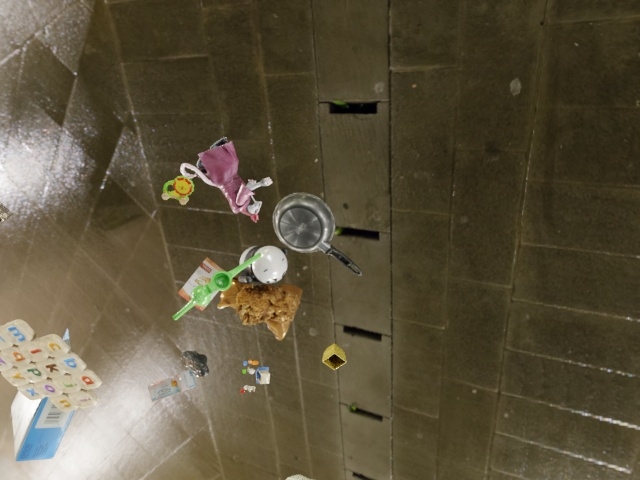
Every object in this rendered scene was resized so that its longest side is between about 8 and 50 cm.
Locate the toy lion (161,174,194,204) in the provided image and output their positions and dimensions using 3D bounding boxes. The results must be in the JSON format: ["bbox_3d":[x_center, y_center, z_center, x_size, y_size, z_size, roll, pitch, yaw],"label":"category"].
[{"bbox_3d":[-0.485,-0.178,1.462,0.100,0.034,0.096,14,112,-4],"label":"toy lion"}]

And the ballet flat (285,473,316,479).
[{"bbox_3d":[-0.061,0.566,0.900,0.123,0.123,0.349,40,124,5],"label":"ballet flat"}]

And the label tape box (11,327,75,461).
[{"bbox_3d":[-0.857,0.458,1.321,0.333,0.105,0.241,38,103,45],"label":"label tape box"}]

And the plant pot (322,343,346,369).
[{"bbox_3d":[0.064,0.524,1.959,0.081,0.083,0.081,-39,113,24],"label":"plant pot"}]

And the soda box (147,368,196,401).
[{"bbox_3d":[-0.493,0.481,1.413,0.183,0.062,0.058,-27,78,34],"label":"soda box"}]

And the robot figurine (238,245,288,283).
[{"bbox_3d":[-0.262,0.111,1.942,0.278,0.173,0.209,-3,70,59],"label":"robot figurine"}]

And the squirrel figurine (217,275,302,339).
[{"bbox_3d":[-0.296,0.282,2.037,0.370,0.281,0.397,23,167,-3],"label":"squirrel figurine"}]

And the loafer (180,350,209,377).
[{"bbox_3d":[-0.479,0.475,1.675,0.223,0.078,0.076,4,105,55],"label":"loafer"}]

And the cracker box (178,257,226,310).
[{"bbox_3d":[-0.600,0.227,2.207,0.155,0.067,0.232,39,99,-9],"label":"cracker box"}]

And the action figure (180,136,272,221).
[{"bbox_3d":[-0.377,-0.230,1.793,0.371,0.275,0.248,61,159,0],"label":"action figure"}]

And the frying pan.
[{"bbox_3d":[-0.027,0.008,1.321,0.197,0.053,0.326,-21,106,22],"label":"frying pan"}]

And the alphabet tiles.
[{"bbox_3d":[-0.671,0.310,1.033,0.277,0.021,0.284,-18,115,23],"label":"alphabet tiles"}]

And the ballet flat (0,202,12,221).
[{"bbox_3d":[-0.999,-0.095,1.290,0.249,0.058,0.084,16,144,40],"label":"ballet flat"}]

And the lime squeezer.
[{"bbox_3d":[-0.293,0.134,1.196,0.310,0.110,0.059,-38,73,-4],"label":"lime squeezer"}]

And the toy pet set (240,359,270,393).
[{"bbox_3d":[-0.250,0.502,1.610,0.065,0.114,0.122,-162,79,-64],"label":"toy pet set"}]
